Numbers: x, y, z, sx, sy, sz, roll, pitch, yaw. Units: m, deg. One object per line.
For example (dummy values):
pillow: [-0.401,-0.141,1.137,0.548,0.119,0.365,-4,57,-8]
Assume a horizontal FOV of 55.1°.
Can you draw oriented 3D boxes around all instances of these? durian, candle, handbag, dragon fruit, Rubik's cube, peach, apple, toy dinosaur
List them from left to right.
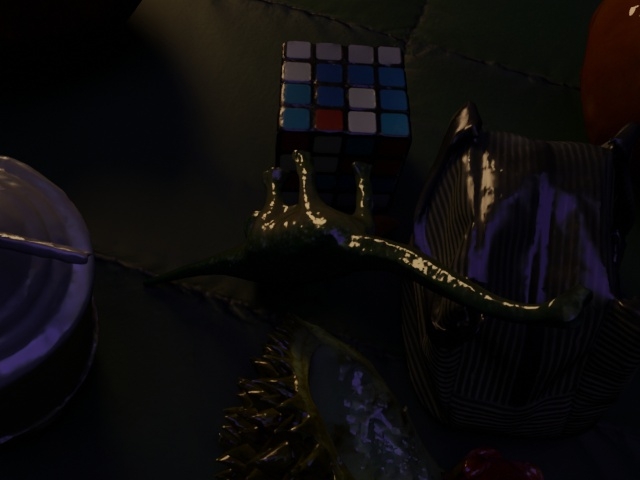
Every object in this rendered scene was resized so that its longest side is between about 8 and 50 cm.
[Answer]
candle: [-0.304,0.054,0.523,0.221,0.342,0.221,9,61,-16]
apple: [-0.411,-0.412,0.821,0.365,0.295,0.329,43,39,20]
toy dinosaur: [-0.006,0.043,0.592,0.447,0.087,0.301,-29,46,21]
Rubik's cube: [0.023,-0.140,0.776,0.154,0.155,0.151,3,59,-4]
durian: [0.027,0.259,0.604,0.394,0.163,0.198,52,30,17]
dragon fruit: [0.175,0.253,0.584,0.126,0.068,0.112,36,44,-13]
handbag: [0.216,0.025,0.655,0.247,0.240,0.341,8,62,5]
peach: [0.489,-0.219,0.776,0.301,0.343,0.343,1,56,29]

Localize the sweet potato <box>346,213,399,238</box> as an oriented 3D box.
sweet potato: [0.001,0.002,0.754,0.202,0.058,0.055,-21,106,-11]
